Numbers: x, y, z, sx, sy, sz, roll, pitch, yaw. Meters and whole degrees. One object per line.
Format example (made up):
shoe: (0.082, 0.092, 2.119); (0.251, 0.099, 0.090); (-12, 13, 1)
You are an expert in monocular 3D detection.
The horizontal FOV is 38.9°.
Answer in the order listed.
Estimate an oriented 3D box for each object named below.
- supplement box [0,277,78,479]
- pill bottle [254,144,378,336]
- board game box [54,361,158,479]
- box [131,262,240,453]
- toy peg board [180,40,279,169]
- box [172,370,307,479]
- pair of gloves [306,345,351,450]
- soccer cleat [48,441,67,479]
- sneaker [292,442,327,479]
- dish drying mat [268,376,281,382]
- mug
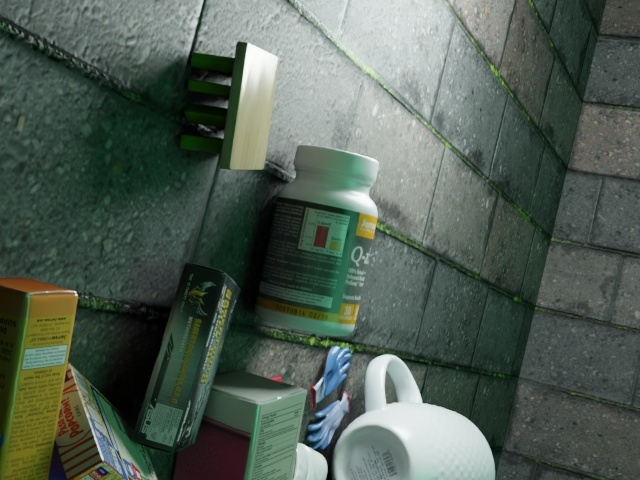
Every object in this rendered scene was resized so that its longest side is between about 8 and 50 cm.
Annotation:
supplement box: (-0.322, 0.159, 0.944); (0.080, 0.078, 0.233); (0, 100, -63)
pill bottle: (0.000, 0.000, 1.415); (0.162, 0.162, 0.278); (11, 91, -64)
board game box: (-0.247, 0.248, 1.056); (0.045, 0.146, 0.193); (-30, 140, -4)
box: (-0.170, 0.155, 1.189); (0.183, 0.056, 0.231); (84, 22, -80)
toy peg board: (-0.123, -0.180, 1.217); (0.160, 0.079, 0.161); (-22, 122, -77)
box: (-0.124, 0.325, 1.343); (0.149, 0.127, 0.232); (2, 99, -63)
pair of gloves: (0.016, 0.299, 1.728); (0.159, 0.023, 0.198); (-41, 136, -53)
soccer cleat: (-0.247, 0.378, 1.085); (0.109, 0.116, 0.318); (-34, 115, -46)
sneaker: (-0.081, 0.477, 1.532); (0.169, 0.108, 0.292); (52, 45, -55)
dish drying mat: (-0.089, 0.248, 1.514); (0.083, 0.008, 0.032); (2, 98, -63)
mug: (0.164, 0.416, 1.834); (0.328, 0.276, 0.374); (28, 50, -58)
